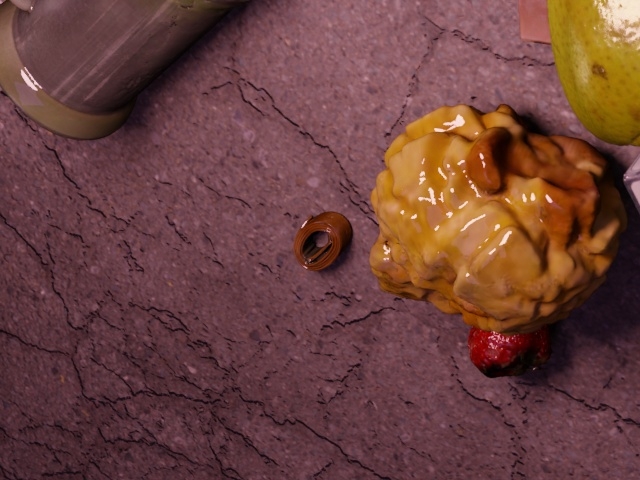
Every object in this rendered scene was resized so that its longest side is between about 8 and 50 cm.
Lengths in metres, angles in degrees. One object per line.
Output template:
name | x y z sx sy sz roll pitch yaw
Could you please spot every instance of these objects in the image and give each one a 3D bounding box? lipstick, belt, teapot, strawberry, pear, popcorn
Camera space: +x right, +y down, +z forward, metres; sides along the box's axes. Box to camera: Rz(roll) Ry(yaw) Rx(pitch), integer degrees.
lipstick | 0.229 -0.277 1.915 0.045 0.045 0.145 10 126 25
belt | 0.000 0.000 2.264 0.059 0.036 0.083 44 132 0
teapot | -0.230 -0.289 2.082 0.270 0.200 0.337 27 138 -28
strawberry | 0.217 0.109 2.167 0.106 0.106 0.106 17 129 22
pear | 0.339 -0.226 1.744 0.288 0.139 0.239 -24 108 16
popcorn | 0.169 -0.015 2.029 0.265 0.225 0.332 47 145 -11

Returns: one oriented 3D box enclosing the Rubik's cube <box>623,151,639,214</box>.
Rubik's cube | 0.452 -0.050 1.822 0.207 0.205 0.205 -17 111 41
